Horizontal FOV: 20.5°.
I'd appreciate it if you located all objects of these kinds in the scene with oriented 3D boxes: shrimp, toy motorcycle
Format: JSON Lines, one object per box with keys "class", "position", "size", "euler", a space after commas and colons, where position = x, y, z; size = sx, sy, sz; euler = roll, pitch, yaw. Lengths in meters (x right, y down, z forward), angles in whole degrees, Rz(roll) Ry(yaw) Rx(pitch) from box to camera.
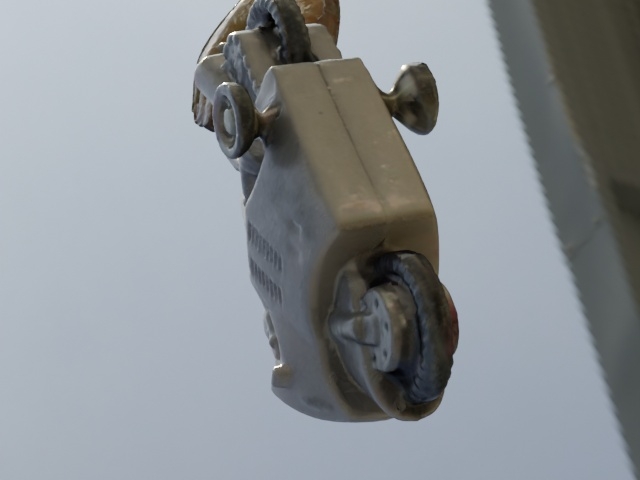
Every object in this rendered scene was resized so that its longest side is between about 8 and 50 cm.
{"class": "shrimp", "position": [-0.047, -0.123, 1.450], "size": [0.052, 0.144, 0.251], "euler": [45, -142, -37]}
{"class": "toy motorcycle", "position": [0.000, 0.000, 0.917], "size": [0.110, 0.171, 0.260], "euler": [-8, -130, -23]}
